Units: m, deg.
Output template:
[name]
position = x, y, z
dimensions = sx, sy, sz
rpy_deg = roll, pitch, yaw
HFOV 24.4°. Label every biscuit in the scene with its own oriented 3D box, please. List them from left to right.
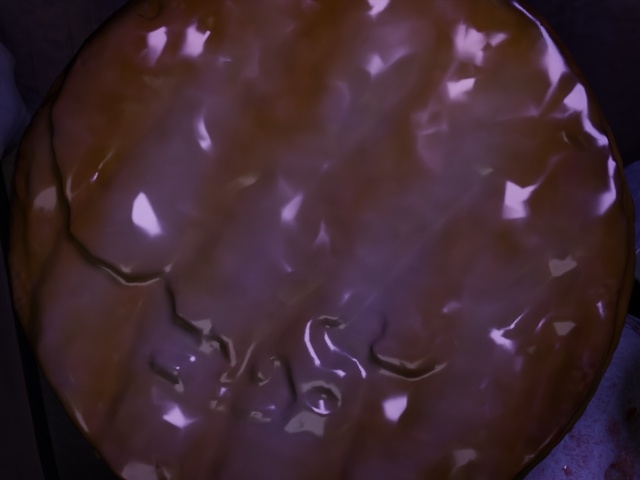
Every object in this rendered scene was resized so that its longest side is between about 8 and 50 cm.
[biscuit]
position = 0.000, 0.000, 0.705
dimensions = 0.296, 0.296, 0.102
rpy_deg = 4, 175, 8

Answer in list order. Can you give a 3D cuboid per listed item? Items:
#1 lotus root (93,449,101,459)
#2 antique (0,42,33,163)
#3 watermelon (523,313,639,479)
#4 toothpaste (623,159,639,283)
[lotus root]
position = -0.077, 0.090, 0.907
dimensions = 0.135, 0.095, 0.159
rpy_deg = -10, 169, 25
[antique]
position = -0.281, -0.117, 0.730
dimensions = 0.125, 0.150, 0.284
rpy_deg = -22, 116, 29
[watermelon]
position = 0.078, 0.128, 0.822
dimensions = 0.322, 0.188, 0.175
rpy_deg = 20, 151, 13
[toothpaste]
position = 0.282, 0.048, 0.809
dimensions = 0.299, 0.073, 0.114
rpy_deg = 26, 128, -19
